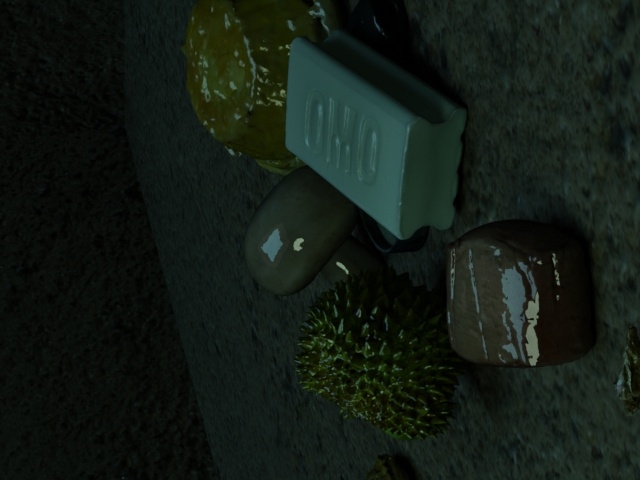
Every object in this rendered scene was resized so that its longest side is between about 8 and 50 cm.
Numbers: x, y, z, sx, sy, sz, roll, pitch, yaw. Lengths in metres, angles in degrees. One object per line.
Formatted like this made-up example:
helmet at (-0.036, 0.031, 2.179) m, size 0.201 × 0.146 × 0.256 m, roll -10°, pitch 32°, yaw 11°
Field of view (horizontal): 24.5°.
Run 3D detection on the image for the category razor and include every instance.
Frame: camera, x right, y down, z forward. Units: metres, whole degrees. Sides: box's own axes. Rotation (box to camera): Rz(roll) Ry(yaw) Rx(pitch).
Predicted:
razor at (0.066, -0.254, 1.846) m, size 0.148 × 0.054 × 0.090 m, roll 114°, pitch 140°, yaw -67°

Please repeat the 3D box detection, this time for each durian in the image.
durian at (0.076, 0.126, 1.765) m, size 0.237 × 0.200 × 0.176 m, roll -137°, pitch 64°, yaw -67°

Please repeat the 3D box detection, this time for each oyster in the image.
oyster at (0.280, 0.120, 1.314) m, size 0.093 × 0.034 × 0.051 m, roll 80°, pitch -173°, yaw -54°

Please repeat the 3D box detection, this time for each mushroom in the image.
mushroom at (0.000, 0.000, 2.067) m, size 0.204 × 0.204 × 0.204 m, roll 170°, pitch 90°, yaw -76°

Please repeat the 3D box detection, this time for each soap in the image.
soap at (0.059, -0.131, 1.753) m, size 0.265 × 0.087 × 0.160 m, roll 41°, pitch 137°, yaw 47°

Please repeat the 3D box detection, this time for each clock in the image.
clock at (0.086, -0.088, 1.910) m, size 0.215 × 0.042 × 0.215 m, roll 170°, pitch 90°, yaw -76°

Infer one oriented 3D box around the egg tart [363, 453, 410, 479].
egg tart at (0.092, 0.428, 2.134) m, size 0.241 × 0.106 × 0.241 m, roll 170°, pitch 90°, yaw -80°

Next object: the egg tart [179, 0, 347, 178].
egg tart at (-0.088, -0.258, 2.158) m, size 0.388 × 0.169 × 0.388 m, roll 34°, pitch 130°, yaw 52°

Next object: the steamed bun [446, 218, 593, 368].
steamed bun at (0.198, 0.050, 1.454) m, size 0.175 × 0.106 × 0.145 m, roll 9°, pitch 104°, yaw 61°
